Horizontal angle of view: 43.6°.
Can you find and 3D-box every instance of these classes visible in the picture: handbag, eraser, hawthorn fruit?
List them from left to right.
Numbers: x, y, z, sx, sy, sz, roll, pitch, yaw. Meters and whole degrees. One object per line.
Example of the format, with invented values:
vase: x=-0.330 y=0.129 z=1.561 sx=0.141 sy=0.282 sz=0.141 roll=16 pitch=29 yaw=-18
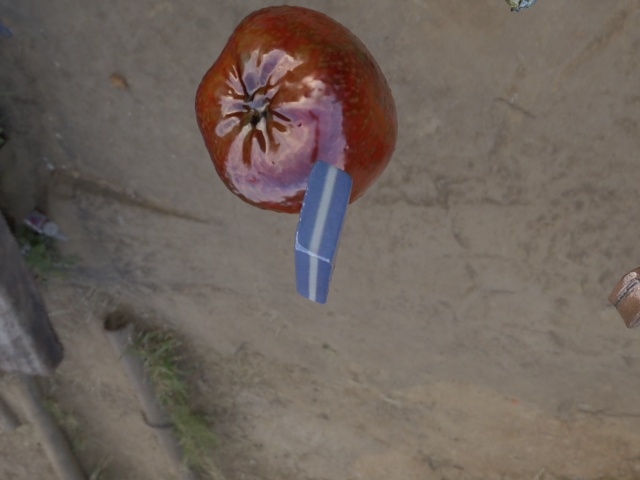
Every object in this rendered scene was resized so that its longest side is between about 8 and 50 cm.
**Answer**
hawthorn fruit: x=-0.020 y=-0.163 z=1.102 sx=0.275 sy=0.276 sz=0.299 roll=-13 pitch=153 yaw=34
eraser: x=0.000 y=0.000 z=0.758 sx=0.036 sy=0.082 sz=0.225 roll=14 pitch=165 yaw=2
handbag: x=0.610 y=0.078 z=1.404 sx=0.193 sy=0.072 sz=0.151 roll=-23 pitch=154 yaw=-11

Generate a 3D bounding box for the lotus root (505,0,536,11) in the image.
lotus root: x=0.409 y=-0.539 z=1.603 sx=0.088 sy=0.088 sz=0.165 roll=12 pitch=127 yaw=13
